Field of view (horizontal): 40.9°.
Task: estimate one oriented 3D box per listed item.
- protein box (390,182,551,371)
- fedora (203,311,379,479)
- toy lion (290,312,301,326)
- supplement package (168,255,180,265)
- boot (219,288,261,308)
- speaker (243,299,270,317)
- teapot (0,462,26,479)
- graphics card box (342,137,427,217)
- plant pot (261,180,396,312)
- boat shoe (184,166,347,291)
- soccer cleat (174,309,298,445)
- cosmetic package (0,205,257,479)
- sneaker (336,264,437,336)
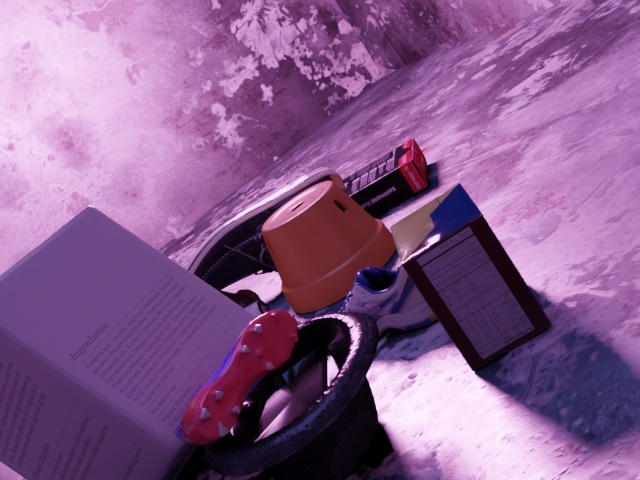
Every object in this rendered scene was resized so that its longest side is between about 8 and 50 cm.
[{"bbox_3d":[0.222,0.050,1.306,0.136,0.201,0.200,-32,14,9],"label":"protein box"},{"bbox_3d":[-0.011,0.255,1.261,0.334,0.152,0.334,-32,18,12],"label":"fedora"},{"bbox_3d":[-0.085,0.206,1.847,0.096,0.034,0.100,-40,14,6],"label":"toy lion"},{"bbox_3d":[-0.434,0.148,2.508,0.105,0.179,0.105,-42,15,-27],"label":"supplement package"},{"bbox_3d":[-0.258,0.185,2.195,0.219,0.082,0.106,-18,19,44],"label":"boot"},{"bbox_3d":[-0.189,0.195,2.058,0.136,0.055,0.055,-30,15,18],"label":"speaker"},{"bbox_3d":[-0.688,0.549,1.784,0.252,0.187,0.256,121,167,-77],"label":"teapot"},{"bbox_3d":[0.117,-0.125,2.342,0.371,0.094,0.233,-29,15,16],"label":"graphics card box"},{"bbox_3d":[0.000,0.000,1.973,0.291,0.203,0.291,-33,14,9],"label":"plant pot"},{"bbox_3d":[-0.130,0.008,2.155,0.500,0.156,0.187,-33,-25,-6],"label":"boat shoe"},{"bbox_3d":[-0.121,0.193,1.246,0.095,0.083,0.248,-23,23,47],"label":"soccer cleat"},{"bbox_3d":[-0.366,0.225,1.467,0.329,0.394,0.327,-58,-4,40],"label":"cosmetic package"},{"bbox_3d":[0.089,0.109,1.563,0.296,0.131,0.112,-26,18,34],"label":"sneaker"}]
